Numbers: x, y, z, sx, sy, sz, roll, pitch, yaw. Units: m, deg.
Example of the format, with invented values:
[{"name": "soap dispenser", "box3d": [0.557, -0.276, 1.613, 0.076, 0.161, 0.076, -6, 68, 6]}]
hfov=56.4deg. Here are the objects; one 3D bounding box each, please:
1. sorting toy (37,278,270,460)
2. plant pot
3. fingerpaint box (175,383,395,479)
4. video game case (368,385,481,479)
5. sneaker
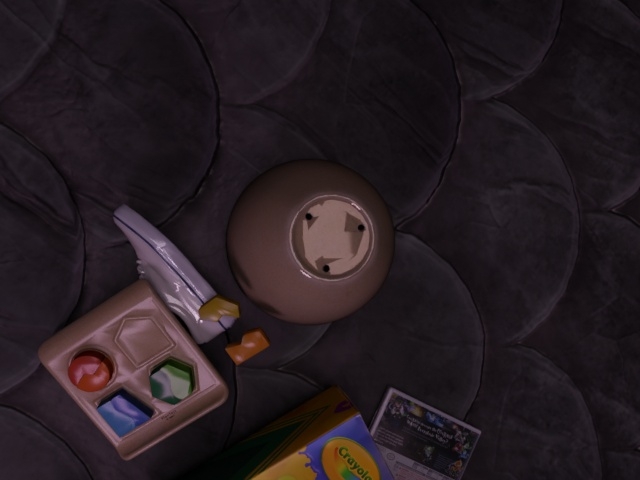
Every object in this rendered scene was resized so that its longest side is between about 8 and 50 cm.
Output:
[{"name": "sorting toy", "box3d": [-0.245, 0.177, 0.900, 0.307, 0.041, 0.229, -32, 100, 7]}, {"name": "plant pot", "box3d": [0.000, 0.000, 0.934, 0.284, 0.191, 0.284, 0, 88, -12]}, {"name": "fingerpaint box", "box3d": [-0.017, 0.516, 0.915, 0.371, 0.163, 0.445, -29, 98, -9]}, {"name": "video game case", "box3d": [0.164, 0.372, 1.040, 0.190, 0.022, 0.173, 27, 83, -8]}, {"name": "sneaker", "box3d": [-0.244, 0.059, 0.931, 0.091, 0.094, 0.258, -42, 96, -12]}]
